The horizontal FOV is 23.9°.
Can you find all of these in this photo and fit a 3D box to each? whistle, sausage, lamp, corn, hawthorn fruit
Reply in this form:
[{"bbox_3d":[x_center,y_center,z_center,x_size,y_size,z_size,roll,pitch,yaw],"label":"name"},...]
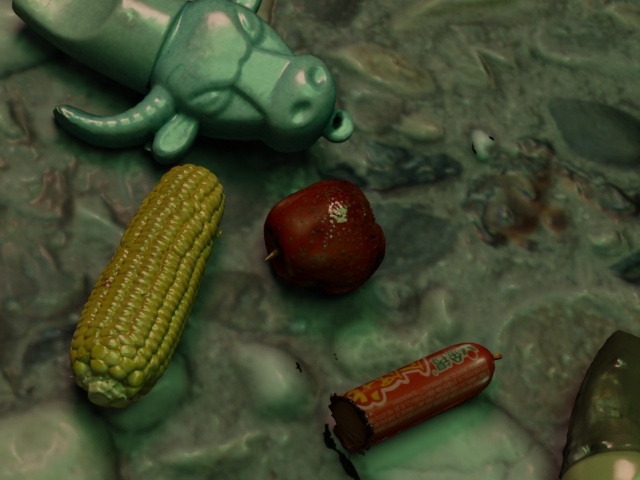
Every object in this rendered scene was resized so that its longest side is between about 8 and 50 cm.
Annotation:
[{"bbox_3d":[-0.100,-0.138,1.145,0.274,0.093,0.186,24,77,0],"label":"whistle"},{"bbox_3d":[0.075,0.104,1.066,0.145,0.050,0.048,-20,70,-33],"label":"sausage"},{"bbox_3d":[0.214,0.167,1.044,0.101,0.101,0.250,18,48,-8],"label":"lamp"},{"bbox_3d":[-0.115,0.029,1.034,0.067,0.067,0.206,24,48,-4],"label":"corn"},{"bbox_3d":[0.000,0.000,1.093,0.093,0.093,0.093,11,53,-14],"label":"hawthorn fruit"}]
